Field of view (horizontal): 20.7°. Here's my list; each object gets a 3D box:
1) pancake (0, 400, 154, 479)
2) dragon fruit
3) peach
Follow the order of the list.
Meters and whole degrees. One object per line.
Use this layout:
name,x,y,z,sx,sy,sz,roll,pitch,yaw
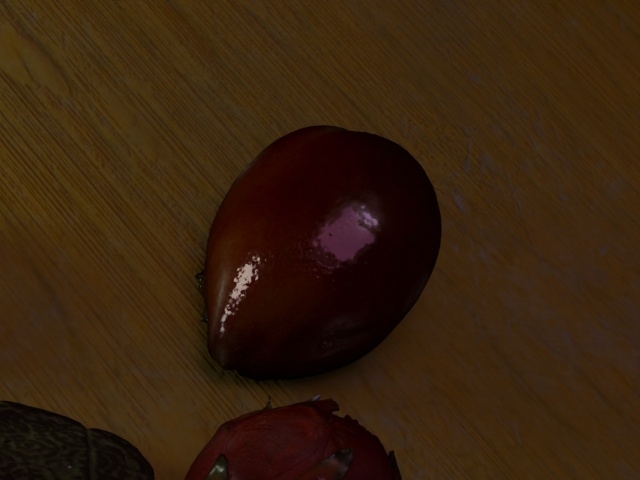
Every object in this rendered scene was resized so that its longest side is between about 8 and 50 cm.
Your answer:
pancake,-0.279,0.214,1.711,0.250,0.031,0.250,18,17,-6
dragon fruit,-0.031,0.282,1.727,0.252,0.241,0.241,-40,74,-10
peach,0.000,0.000,1.994,0.258,0.201,0.361,37,46,6
